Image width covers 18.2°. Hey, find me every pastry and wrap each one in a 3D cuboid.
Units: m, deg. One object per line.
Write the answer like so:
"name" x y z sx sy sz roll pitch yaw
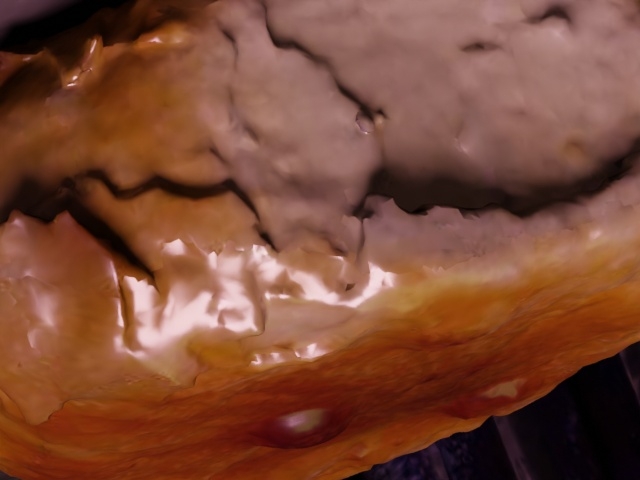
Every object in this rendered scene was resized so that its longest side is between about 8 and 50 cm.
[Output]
"pastry" 0.000 0.000 0.503 0.218 0.100 0.229 -26 157 35

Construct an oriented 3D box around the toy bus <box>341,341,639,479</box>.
"toy bus" 0.093 0.106 0.935 0.440 0.209 0.249 -13 168 -43
